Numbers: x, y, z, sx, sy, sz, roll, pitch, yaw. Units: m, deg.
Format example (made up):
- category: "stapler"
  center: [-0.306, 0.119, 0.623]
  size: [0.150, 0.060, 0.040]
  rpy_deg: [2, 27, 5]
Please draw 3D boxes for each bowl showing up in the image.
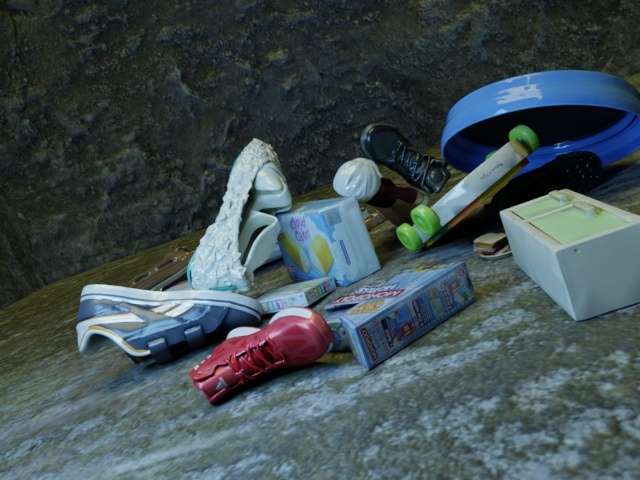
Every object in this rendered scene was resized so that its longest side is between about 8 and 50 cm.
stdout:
- category: "bowl"
  center: [0.435, -0.219, 1.244]
  size: [0.390, 0.077, 0.391]
  rpy_deg: [1, -13, 0]

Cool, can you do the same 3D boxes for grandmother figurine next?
- category: "grandmother figurine"
  center: [0.129, -0.097, 1.345]
  size: [0.207, 0.104, 0.342]
  rpy_deg: [1, -6, 27]

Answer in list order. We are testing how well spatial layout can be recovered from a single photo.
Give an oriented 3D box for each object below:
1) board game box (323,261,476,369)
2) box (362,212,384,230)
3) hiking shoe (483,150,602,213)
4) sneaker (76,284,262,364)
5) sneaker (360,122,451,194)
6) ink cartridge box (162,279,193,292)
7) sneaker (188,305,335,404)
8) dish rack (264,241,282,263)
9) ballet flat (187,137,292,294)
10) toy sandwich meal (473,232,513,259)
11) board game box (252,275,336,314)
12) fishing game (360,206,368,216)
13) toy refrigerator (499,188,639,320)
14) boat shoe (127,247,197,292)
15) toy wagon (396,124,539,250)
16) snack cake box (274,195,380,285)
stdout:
- category: "board game box"
  center: [0.074, 0.100, 0.840]
  size: [0.194, 0.060, 0.194]
  rpy_deg: [-11, 13, 44]
- category: "box"
  center: [0.102, -0.038, 1.655]
  size: [0.081, 0.028, 0.136]
  rpy_deg: [-12, 11, 42]
- category: "hiking shoe"
  center: [0.429, -0.115, 1.219]
  size: [0.226, 0.086, 0.114]
  rpy_deg: [-22, 13, -6]
- category: "sneaker"
  center: [-0.264, 0.156, 1.101]
  size: [0.320, 0.128, 0.126]
  rpy_deg: [2, -25, 2]
- category: "sneaker"
  center: [0.187, -0.167, 1.297]
  size: [0.130, 0.227, 0.087]
  rpy_deg: [29, 87, 53]
- category: "ink cartridge box"
  center: [-0.300, 0.140, 1.361]
  size: [0.127, 0.072, 0.175]
  rpy_deg: [-15, 11, 30]
- category: "sneaker"
  center: [-0.084, 0.163, 0.816]
  size: [0.221, 0.087, 0.128]
  rpy_deg: [-28, 10, 46]
- category: "dish rack"
  center: [-0.156, 0.026, 1.707]
  size: [0.332, 0.072, 0.285]
  rpy_deg: [-22, 10, -6]
- category: "ballet flat"
  center: [-0.127, -0.046, 1.245]
  size: [0.147, 0.147, 0.409]
  rpy_deg: [-14, 43, 34]
- category: "toy sandwich meal"
  center: [0.289, 0.004, 1.011]
  size: [0.085, 0.029, 0.085]
  rpy_deg: [-20, 9, 3]
- category: "board game box"
  center: [-0.061, 0.105, 1.169]
  size: [0.154, 0.026, 0.103]
  rpy_deg: [-14, 6, 34]
- category: "fishing game"
  center: [0.051, -0.064, 1.878]
  size: [0.189, 0.041, 0.264]
  rpy_deg: [-16, 10, 12]
- category: "toy refrigerator"
  center: [0.311, 0.002, 0.785]
  size: [0.102, 0.094, 0.269]
  rpy_deg: [-20, 9, 8]
- category: "boat shoe"
  center: [-0.333, 0.064, 1.511]
  size: [0.307, 0.104, 0.111]
  rpy_deg: [-31, -29, 0]
- category: "toy wagon"
  center: [0.266, -0.079, 1.195]
  size: [0.267, 0.068, 0.344]
  rpy_deg: [-38, -8, -14]
- category: "snack cake box"
  center: [0.000, 0.000, 1.276]
  size: [0.089, 0.152, 0.264]
  rpy_deg: [-25, 10, -23]
